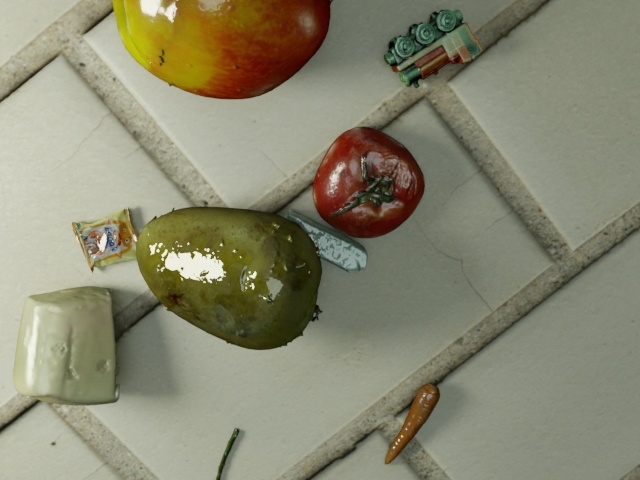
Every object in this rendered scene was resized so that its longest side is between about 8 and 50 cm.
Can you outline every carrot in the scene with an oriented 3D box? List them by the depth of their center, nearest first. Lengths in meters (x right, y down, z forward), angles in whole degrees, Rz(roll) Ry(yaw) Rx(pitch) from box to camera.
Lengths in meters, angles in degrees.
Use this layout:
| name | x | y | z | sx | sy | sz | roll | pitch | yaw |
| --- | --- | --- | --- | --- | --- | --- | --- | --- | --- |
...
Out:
| name | x | y | z | sx | sy | sz | roll | pitch | yaw |
| --- | --- | --- | --- | --- | --- | --- | --- | --- | --- |
| carrot | 0.194 | 0.400 | 1.407 | 0.048 | 0.048 | 0.216 | 26 | 102 | -8 |

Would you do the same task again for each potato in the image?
| name | x | y | z | sx | sy | sz | roll | pitch | yaw |
| --- | --- | --- | --- | --- | --- | --- | --- | --- | --- |
| potato | -0.172 | 0.066 | 1.225 | 0.359 | 0.219 | 0.270 | 12 | 120 | 16 |

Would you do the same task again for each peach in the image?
| name | x | y | z | sx | sy | sz | roll | pitch | yaw |
| --- | --- | --- | --- | --- | --- | --- | --- | --- | --- |
| peach | -0.164 | -0.413 | 1.105 | 0.369 | 0.370 | 0.370 | -1 | 99 | -4 |

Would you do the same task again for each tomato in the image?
| name | x | y | z | sx | sy | sz | roll | pitch | yaw |
| --- | --- | --- | --- | --- | --- | --- | --- | --- | --- |
| tomato | 0.100 | -0.110 | 1.287 | 0.227 | 0.101 | 0.228 | -1 | 101 | -7 |

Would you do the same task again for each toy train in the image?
| name | x | y | z | sx | sy | sz | roll | pitch | yaw |
| --- | --- | --- | --- | --- | --- | --- | --- | --- | --- |
| toy train | 0.214 | -0.369 | 1.267 | 0.176 | 0.074 | 0.118 | -34 | 104 | -1 |

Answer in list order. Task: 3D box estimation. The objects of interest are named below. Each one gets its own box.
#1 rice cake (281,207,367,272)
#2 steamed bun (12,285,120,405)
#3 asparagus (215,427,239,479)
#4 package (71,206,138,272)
| name | x | y | z | sx | sy | sz | roll | pitch | yaw |
| --- | --- | --- | --- | --- | --- | --- | --- | --- | --- |
| rice cake | 0.000 | 0.000 | 1.313 | 0.206 | 0.069 | 0.063 | 27 | 98 | -6 |
| steamed bun | -0.490 | 0.198 | 1.273 | 0.200 | 0.170 | 0.226 | 11 | 81 | -37 |
| asparagus | -0.207 | 0.477 | 1.399 | 0.016 | 0.016 | 0.163 | 17 | 97 | -26 |
| package | -0.421 | 0.000 | 1.296 | 0.120 | 0.031 | 0.108 | -16 | 100 | -2 |
